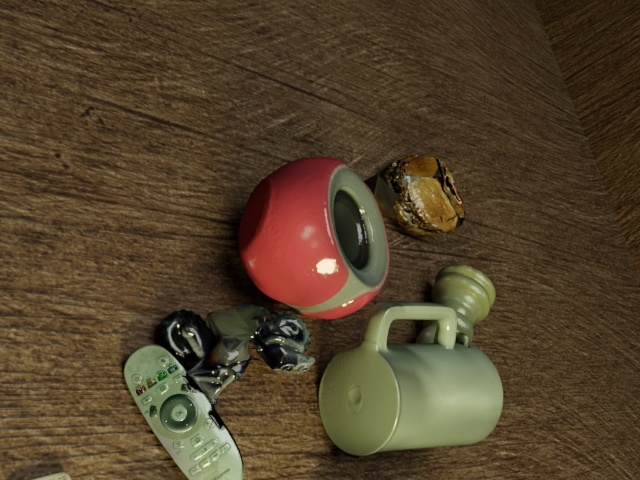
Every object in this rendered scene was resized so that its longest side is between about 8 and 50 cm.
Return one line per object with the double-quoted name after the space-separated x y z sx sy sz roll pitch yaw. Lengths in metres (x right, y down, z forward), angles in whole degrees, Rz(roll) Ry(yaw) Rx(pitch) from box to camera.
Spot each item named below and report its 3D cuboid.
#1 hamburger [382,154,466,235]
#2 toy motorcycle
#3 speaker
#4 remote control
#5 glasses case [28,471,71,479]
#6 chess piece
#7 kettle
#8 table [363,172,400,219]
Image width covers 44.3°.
0.246 -0.105 1.903 0.231 0.107 0.230 23 55 -36 "hamburger"
-0.129 0.186 1.279 0.271 0.106 0.159 5 57 -30 "toy motorcycle"
0.000 0.000 1.426 0.294 0.294 0.294 27 48 -35 "speaker"
-0.203 0.270 1.182 0.097 0.045 0.256 -32 89 -14 "remote control"
-0.358 0.320 1.010 0.083 0.021 0.032 -2 66 -49 "glasses case"
0.285 0.184 1.742 0.144 0.144 0.251 48 45 -14 "chess piece"
0.185 0.268 1.466 0.318 0.265 0.205 8 35 -42 "kettle"
0.125 -0.086 1.783 0.082 0.070 0.083 43 39 -26 "table"
